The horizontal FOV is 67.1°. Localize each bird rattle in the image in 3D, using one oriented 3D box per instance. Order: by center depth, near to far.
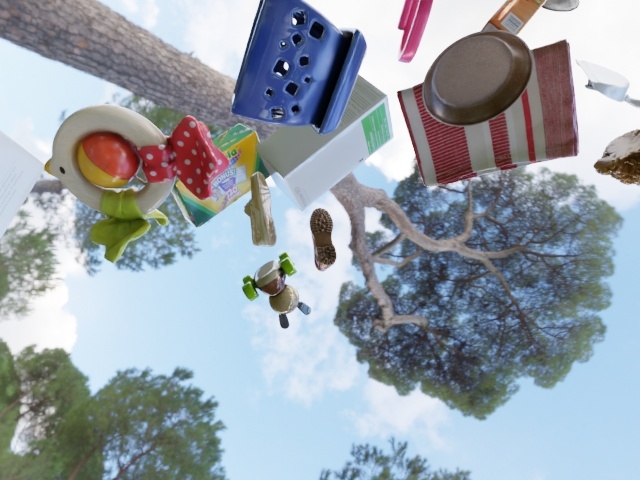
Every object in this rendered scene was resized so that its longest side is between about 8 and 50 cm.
[{"bbox_3d":[-0.265,-0.095,0.672,0.253,0.207,0.143,-37,-152,32],"label":"bird rattle"}]

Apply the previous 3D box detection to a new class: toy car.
[{"bbox_3d":[-0.111,0.156,1.388,0.155,0.149,0.188,-32,-76,0],"label":"toy car"}]

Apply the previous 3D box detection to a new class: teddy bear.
[{"bbox_3d":[0.629,-0.140,0.771,0.113,0.245,0.338,47,-35,-13],"label":"teddy bear"}]

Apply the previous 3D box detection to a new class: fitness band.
[{"bbox_3d":[0.312,-0.746,1.617,0.291,0.054,0.209,104,-9,-46],"label":"fitness band"}]

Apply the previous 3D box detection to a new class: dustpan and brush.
[{"bbox_3d":[0.728,-0.372,1.188,0.147,0.211,0.060,-78,-178,-48],"label":"dustpan and brush"}]

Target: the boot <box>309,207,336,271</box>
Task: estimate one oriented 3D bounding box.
[{"bbox_3d":[0.000,0.000,1.200,0.084,0.059,0.158,113,-27,-66],"label":"boot"}]

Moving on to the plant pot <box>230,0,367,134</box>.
[{"bbox_3d":[-0.046,-0.345,0.963,0.236,0.212,0.236,-112,-141,-65],"label":"plant pot"}]

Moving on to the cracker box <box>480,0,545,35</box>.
[{"bbox_3d":[0.359,-0.415,1.044,0.067,0.155,0.232,40,-23,0],"label":"cracker box"}]

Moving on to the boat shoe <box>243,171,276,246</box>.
[{"bbox_3d":[-0.143,-0.067,1.084,0.059,0.063,0.170,-7,-85,18],"label":"boat shoe"}]

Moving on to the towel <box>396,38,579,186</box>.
[{"bbox_3d":[0.346,-0.246,0.998,0.329,0.037,0.237,-11,-60,22],"label":"towel"}]

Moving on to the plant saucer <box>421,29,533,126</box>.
[{"bbox_3d":[0.281,-0.298,0.882,0.198,0.198,0.036,-37,-137,33],"label":"plant saucer"}]

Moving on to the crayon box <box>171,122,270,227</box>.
[{"bbox_3d":[-0.287,-0.186,1.365,0.081,0.278,0.165,32,-28,37],"label":"crayon box"}]

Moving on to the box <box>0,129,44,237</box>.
[{"bbox_3d":[-0.458,-0.106,0.405,0.215,0.345,0.168,19,-107,9],"label":"box"}]

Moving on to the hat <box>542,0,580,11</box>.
[{"bbox_3d":[0.634,-0.768,1.274,0.134,0.331,0.331,-28,-111,53],"label":"hat"}]

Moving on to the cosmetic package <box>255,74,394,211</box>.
[{"bbox_3d":[0.019,-0.282,1.386,0.365,0.197,0.155,-41,-118,-6],"label":"cosmetic package"}]
